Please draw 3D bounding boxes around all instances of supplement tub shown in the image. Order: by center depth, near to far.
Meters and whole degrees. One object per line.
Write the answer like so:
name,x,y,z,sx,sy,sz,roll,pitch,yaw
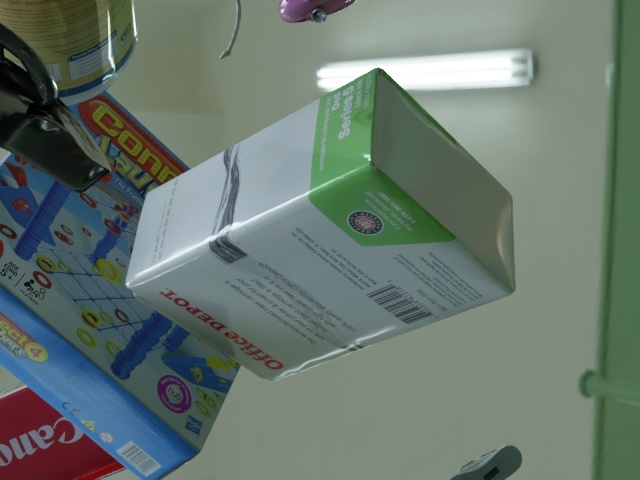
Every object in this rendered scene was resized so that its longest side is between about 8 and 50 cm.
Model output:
supplement tub,-0.217,-0.212,0.872,0.144,0.200,0.144,3,-119,-5

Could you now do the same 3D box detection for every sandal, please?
sandal,-0.175,-0.094,0.612,0.054,0.254,0.097,-38,-102,3

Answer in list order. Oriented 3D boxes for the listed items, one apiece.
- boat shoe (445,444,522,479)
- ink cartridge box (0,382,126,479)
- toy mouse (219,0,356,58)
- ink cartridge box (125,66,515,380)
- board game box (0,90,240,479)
boat shoe,0.146,0.227,1.080,0.100,0.035,0.035,-32,-91,-22
ink cartridge box,-0.316,0.222,1.325,0.309,0.272,0.130,-24,-90,9
toy mouse,-0.022,-0.171,0.682,0.161,0.031,0.143,30,-89,-30
ink cartridge box,0.000,0.000,0.977,0.198,0.273,0.115,38,-138,-36
board game box,-0.203,0.028,1.125,0.308,0.086,0.302,43,-144,-15
